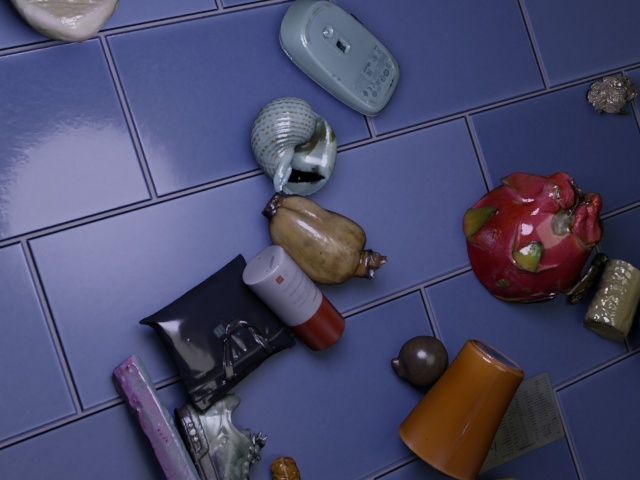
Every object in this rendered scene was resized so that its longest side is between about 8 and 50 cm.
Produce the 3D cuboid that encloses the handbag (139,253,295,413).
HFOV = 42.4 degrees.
[{"bbox_3d":[-0.184,0.172,1.551,0.254,0.088,0.211,-35,93,-36],"label":"handbag"}]

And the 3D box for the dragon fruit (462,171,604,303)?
[{"bbox_3d":[0.486,-0.013,1.797,0.305,0.225,0.306,3,82,-26],"label":"dragon fruit"}]

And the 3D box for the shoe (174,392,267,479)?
[{"bbox_3d":[-0.154,0.419,1.524,0.149,0.109,0.293,-23,89,-18],"label":"shoe"}]

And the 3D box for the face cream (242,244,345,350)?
[{"bbox_3d":[-0.048,0.114,1.586,0.096,0.095,0.214,-53,122,-20],"label":"face cream"}]

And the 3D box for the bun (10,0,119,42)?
[{"bbox_3d":[-0.468,-0.456,1.493,0.209,0.116,0.237,-16,76,-22],"label":"bun"}]

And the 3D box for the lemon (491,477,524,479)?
[{"bbox_3d":[0.389,0.627,1.678,0.240,0.240,0.219,-16,114,-24],"label":"lemon"}]

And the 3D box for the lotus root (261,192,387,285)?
[{"bbox_3d":[0.000,0.000,1.631,0.256,0.140,0.154,35,42,-8],"label":"lotus root"}]

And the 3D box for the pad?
[{"bbox_3d":[0.428,0.406,1.838,0.265,0.009,0.160,-15,89,-25],"label":"pad"}]

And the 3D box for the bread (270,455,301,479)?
[{"bbox_3d":[-0.056,0.494,1.596,0.052,0.044,0.157,-16,91,-27],"label":"bread"}]

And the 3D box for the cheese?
[{"bbox_3d":[0.690,0.141,1.933,0.123,0.093,0.167,38,70,-34],"label":"cheese"}]

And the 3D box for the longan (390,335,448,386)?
[{"bbox_3d":[0.207,0.253,1.714,0.119,0.106,0.106,-14,89,-2],"label":"longan"}]

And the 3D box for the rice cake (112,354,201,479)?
[{"bbox_3d":[-0.294,0.344,1.462,0.081,0.051,0.290,-31,78,15],"label":"rice cake"}]

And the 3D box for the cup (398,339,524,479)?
[{"bbox_3d":[0.297,0.342,1.669,0.264,0.182,0.226,-60,154,9],"label":"cup"}]

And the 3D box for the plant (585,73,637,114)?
[{"bbox_3d":[0.720,-0.346,2.033,0.116,0.104,0.122,-24,132,10],"label":"plant"}]

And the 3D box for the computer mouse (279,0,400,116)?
[{"bbox_3d":[0.036,-0.382,1.715,0.288,0.097,0.160,36,69,-28],"label":"computer mouse"}]

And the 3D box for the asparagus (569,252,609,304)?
[{"bbox_3d":[0.635,0.093,1.954,0.165,0.030,0.036,-46,126,-23],"label":"asparagus"}]

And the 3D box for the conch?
[{"bbox_3d":[-0.068,-0.182,1.627,0.172,0.131,0.200,31,76,-43],"label":"conch"}]

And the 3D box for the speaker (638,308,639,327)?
[{"bbox_3d":[0.884,0.157,1.904,0.294,0.294,0.294,3,83,-23],"label":"speaker"}]
